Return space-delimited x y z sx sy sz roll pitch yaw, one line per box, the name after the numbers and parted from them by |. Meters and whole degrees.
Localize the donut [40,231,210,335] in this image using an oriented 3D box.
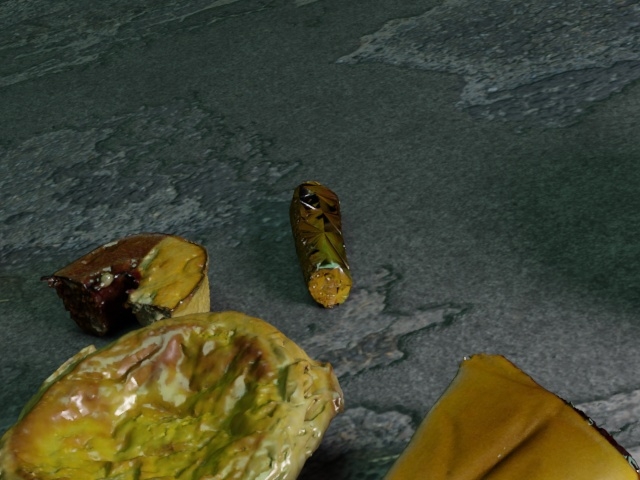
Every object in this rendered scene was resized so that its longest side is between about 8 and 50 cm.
-0.202 0.063 1.614 0.217 0.085 0.141 14 41 43 | donut

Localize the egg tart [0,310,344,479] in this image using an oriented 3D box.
-0.143 0.204 1.289 0.341 0.129 0.341 -12 29 7 | egg tart

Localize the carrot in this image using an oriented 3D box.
0.000 -0.001 1.644 0.069 0.069 0.229 -15 30 3 | carrot

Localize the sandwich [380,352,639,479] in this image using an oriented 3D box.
0.122 0.222 1.082 0.198 0.155 0.227 -25 29 -14 | sandwich
